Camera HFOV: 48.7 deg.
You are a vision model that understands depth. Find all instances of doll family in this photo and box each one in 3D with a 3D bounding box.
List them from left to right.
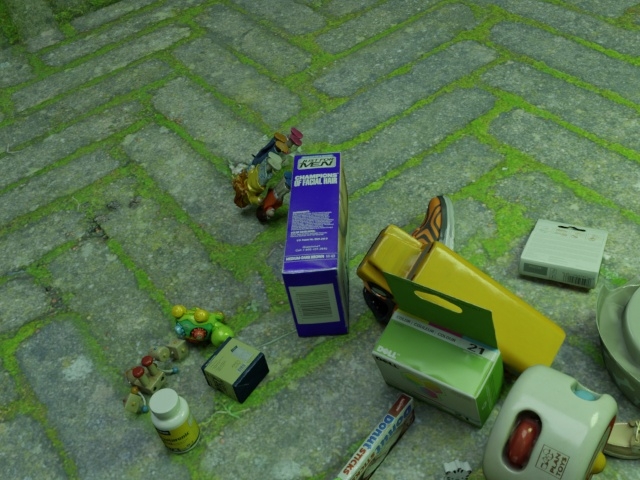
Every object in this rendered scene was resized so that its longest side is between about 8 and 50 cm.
[{"bbox_3d":[-0.135,-0.158,1.614,0.118,0.163,0.263,29,38,-22],"label":"doll family"}]

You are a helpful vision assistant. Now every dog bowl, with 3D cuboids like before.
[{"bbox_3d":[0.628,0.163,1.156,0.349,0.102,0.348,-5,44,5],"label":"dog bowl"}]

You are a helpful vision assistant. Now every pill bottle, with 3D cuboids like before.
[{"bbox_3d":[-0.245,0.299,1.179,0.065,0.116,0.065,-6,43,6],"label":"pill bottle"}]

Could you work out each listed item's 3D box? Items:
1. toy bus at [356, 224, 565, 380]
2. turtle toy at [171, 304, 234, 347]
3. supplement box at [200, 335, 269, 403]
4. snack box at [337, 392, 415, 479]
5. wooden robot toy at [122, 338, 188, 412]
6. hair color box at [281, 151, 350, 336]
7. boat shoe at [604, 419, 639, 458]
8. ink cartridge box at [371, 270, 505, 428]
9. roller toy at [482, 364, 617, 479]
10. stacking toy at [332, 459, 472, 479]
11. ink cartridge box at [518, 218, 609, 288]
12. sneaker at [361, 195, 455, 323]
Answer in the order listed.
[{"bbox_3d":[0.228,0.102,1.179,0.333,0.130,0.108,35,77,-5],"label":"toy bus"},{"bbox_3d":[-0.223,0.164,1.345,0.130,0.095,0.066,9,84,21],"label":"turtle toy"},{"bbox_3d":[-0.153,0.232,1.274,0.083,0.056,0.083,21,52,30],"label":"supplement box"},{"bbox_3d":[0.091,0.326,1.120,0.022,0.064,0.178,23,53,33],"label":"snack box"},{"bbox_3d":[-0.325,0.238,1.298,0.079,0.076,0.173,6,44,33],"label":"wooden robot toy"},{"bbox_3d":[0.000,0.000,1.394,0.110,0.185,0.339,-5,44,6],"label":"hair color box"},{"bbox_3d":[0.500,0.295,1.073,0.170,0.059,0.063,1,45,13],"label":"boat shoe"},{"bbox_3d":[0.177,0.173,1.113,0.189,0.255,0.097,21,66,30],"label":"ink cartridge box"},{"bbox_3d":[0.334,0.291,1.015,0.146,0.191,0.209,23,53,30],"label":"roller toy"},{"bbox_3d":[0.129,0.385,0.967,0.221,0.052,0.167,-1,28,-7],"label":"stacking toy"},{"bbox_3d":[0.480,0.023,1.393,0.145,0.045,0.179,12,30,23],"label":"ink cartridge box"},{"bbox_3d":[0.170,0.029,1.372,0.180,0.124,0.321,2,45,12],"label":"sneaker"}]
